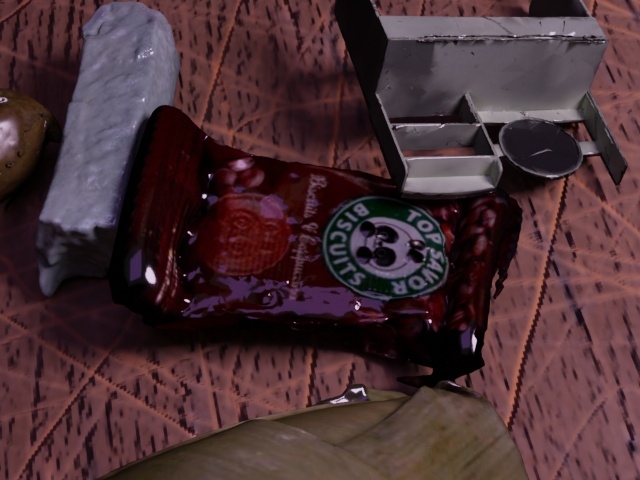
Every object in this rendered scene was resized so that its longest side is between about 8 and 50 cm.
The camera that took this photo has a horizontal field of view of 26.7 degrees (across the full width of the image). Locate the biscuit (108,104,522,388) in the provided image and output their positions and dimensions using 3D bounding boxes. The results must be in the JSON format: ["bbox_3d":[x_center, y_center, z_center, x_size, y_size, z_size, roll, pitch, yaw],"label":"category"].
[{"bbox_3d":[-0.002,0.005,0.793,0.235,0.063,0.151,10,56,4],"label":"biscuit"}]

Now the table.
[{"bbox_3d":[0.100,-0.110,0.843,0.146,0.062,0.175,-3,46,-16],"label":"table"}]

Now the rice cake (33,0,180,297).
[{"bbox_3d":[-0.133,-0.064,0.858,0.063,0.069,0.206,2,53,7],"label":"rice cake"}]

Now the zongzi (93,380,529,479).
[{"bbox_3d":[-0.076,0.180,0.647,0.418,0.181,0.447,-14,8,45],"label":"zongzi"}]

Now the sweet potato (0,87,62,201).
[{"bbox_3d":[-0.281,-0.006,0.831,0.273,0.075,0.075,-41,60,-19],"label":"sweet potato"}]
